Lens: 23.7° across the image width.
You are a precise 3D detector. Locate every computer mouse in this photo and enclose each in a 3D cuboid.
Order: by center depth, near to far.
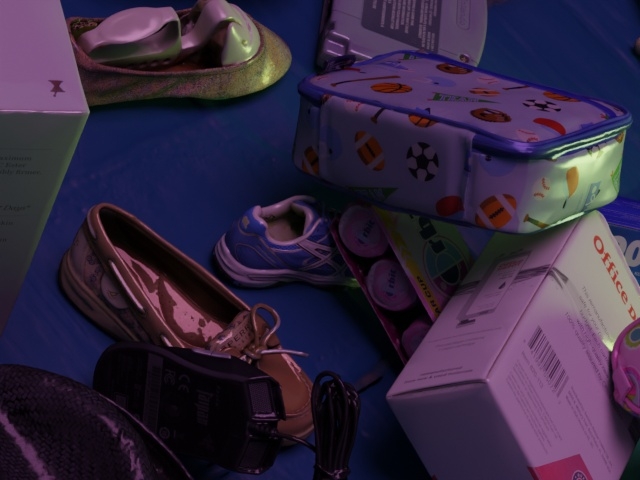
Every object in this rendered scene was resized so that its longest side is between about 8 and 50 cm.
[{"bbox_3d":[-0.077,0.182,1.308,0.262,0.184,0.060,6,11,27],"label":"computer mouse"}]

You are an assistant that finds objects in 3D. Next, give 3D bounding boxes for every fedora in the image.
[{"bbox_3d":[-0.214,0.213,1.165,0.334,0.152,0.334,9,53,-13],"label":"fedora"}]

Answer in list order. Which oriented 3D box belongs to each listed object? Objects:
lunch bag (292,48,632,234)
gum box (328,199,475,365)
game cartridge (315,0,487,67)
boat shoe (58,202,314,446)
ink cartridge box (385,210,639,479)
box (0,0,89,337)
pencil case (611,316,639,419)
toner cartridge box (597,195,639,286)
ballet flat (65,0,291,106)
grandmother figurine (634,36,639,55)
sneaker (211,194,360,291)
[{"bbox_3d":[0.133,-0.106,1.477,0.303,0.115,0.243,23,29,35],"label":"lunch bag"},{"bbox_3d":[0.097,0.033,1.500,0.107,0.062,0.188,-29,91,-50],"label":"gum box"},{"bbox_3d":[0.103,-0.283,1.828,0.198,0.062,0.297,22,46,-15],"label":"game cartridge"},{"bbox_3d":[-0.114,0.079,1.387,0.285,0.089,0.104,35,45,3],"label":"boat shoe"},{"bbox_3d":[0.206,0.131,1.432,0.207,0.117,0.283,60,42,-19],"label":"ink cartridge box"},{"bbox_3d":[-0.342,-0.055,1.206,0.215,0.345,0.168,0,53,-27],"label":"box"},{"bbox_3d":[0.389,0.175,1.459,0.284,0.124,0.124,40,35,-39],"label":"pencil case"},{"bbox_3d":[0.391,0.017,1.654,0.348,0.075,0.165,12,16,-18],"label":"toner cartridge box"},{"bbox_3d":[-0.147,-0.203,1.596,0.316,0.106,0.107,-16,62,-36],"label":"ballet flat"},{"bbox_3d":[0.514,-0.265,1.954,0.104,0.208,0.342,38,31,-45],"label":"grandmother figurine"},{"bbox_3d":[0.000,0.000,1.518,0.211,0.081,0.080,-6,55,-33],"label":"sneaker"}]
